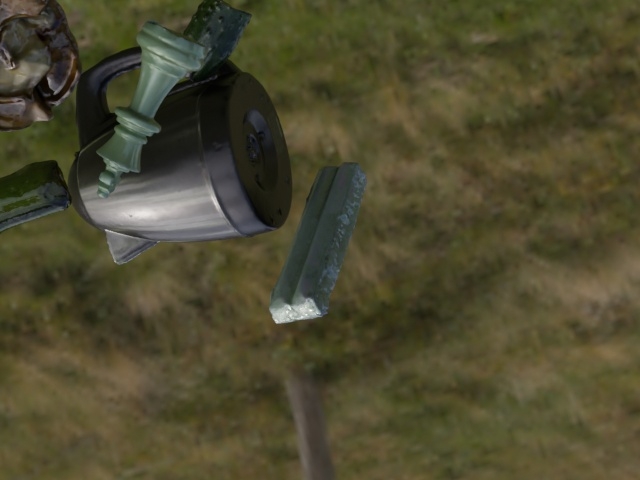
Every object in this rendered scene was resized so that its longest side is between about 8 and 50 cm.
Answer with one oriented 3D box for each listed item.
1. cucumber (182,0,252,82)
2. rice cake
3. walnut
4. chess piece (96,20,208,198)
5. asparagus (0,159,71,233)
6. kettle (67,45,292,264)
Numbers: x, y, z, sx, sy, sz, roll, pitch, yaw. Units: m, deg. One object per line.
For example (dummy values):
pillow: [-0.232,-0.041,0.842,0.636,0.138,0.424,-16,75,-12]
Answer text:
cucumber: [-0.138,-0.244,1.950,0.107,0.067,0.035,-61,176,7]
rice cake: [0.000,0.000,1.975,0.085,0.226,0.040,-16,135,44]
walnut: [-0.443,-0.278,2.262,0.204,0.141,0.238,12,117,-26]
chess piece: [-0.146,-0.102,1.300,0.059,0.059,0.149,17,99,-61]
asparagus: [-0.422,-0.025,1.844,0.278,0.060,0.067,-16,122,3]
kettle: [-0.203,-0.104,2.018,0.271,0.250,0.207,-13,-156,19]
